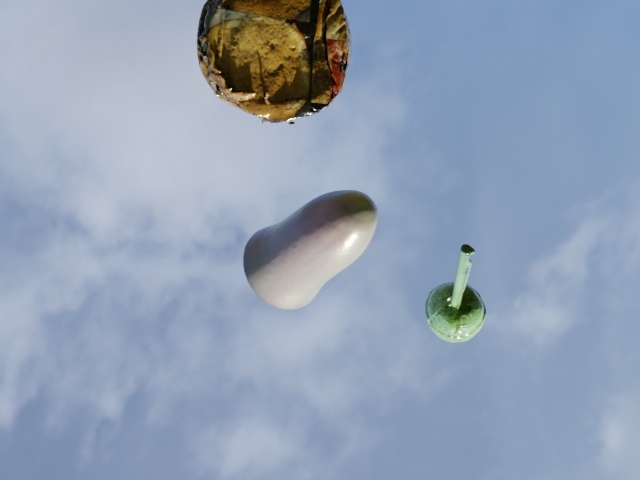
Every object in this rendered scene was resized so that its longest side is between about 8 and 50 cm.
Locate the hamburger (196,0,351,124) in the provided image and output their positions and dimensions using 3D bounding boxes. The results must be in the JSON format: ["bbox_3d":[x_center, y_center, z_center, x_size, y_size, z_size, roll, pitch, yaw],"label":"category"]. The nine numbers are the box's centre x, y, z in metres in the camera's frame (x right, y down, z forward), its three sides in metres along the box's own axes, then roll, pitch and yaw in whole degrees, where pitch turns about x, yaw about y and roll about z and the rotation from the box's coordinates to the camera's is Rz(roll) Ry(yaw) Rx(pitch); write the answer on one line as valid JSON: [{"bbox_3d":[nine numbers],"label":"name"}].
[{"bbox_3d":[-0.067,-0.278,1.250,0.231,0.107,0.230,-2,-81,-12],"label":"hamburger"}]

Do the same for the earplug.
[{"bbox_3d":[0.000,0.000,1.562,0.172,0.301,0.172,13,-118,-27],"label":"earplug"}]

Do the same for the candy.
[{"bbox_3d":[0.243,0.086,1.540,0.119,0.440,0.119,-2,-110,6],"label":"candy"}]
